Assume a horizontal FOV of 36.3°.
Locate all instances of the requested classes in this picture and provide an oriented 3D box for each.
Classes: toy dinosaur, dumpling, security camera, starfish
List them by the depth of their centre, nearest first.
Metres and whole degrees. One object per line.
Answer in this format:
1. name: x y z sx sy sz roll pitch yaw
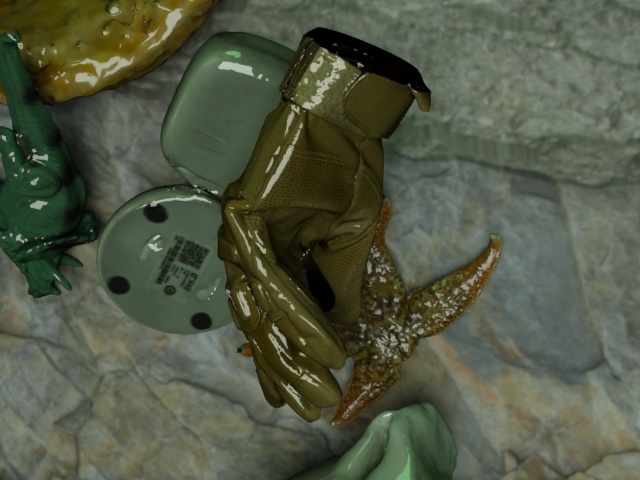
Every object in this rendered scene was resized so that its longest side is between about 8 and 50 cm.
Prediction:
1. dumpling: 0.012 0.303 0.862 0.321 0.270 0.211 -32 90 0
2. toy dinosaur: -0.280 -0.063 0.892 0.120 0.079 0.292 -3 127 7
3. security camera: -0.098 -0.046 0.912 0.157 0.080 0.301 24 112 -14
4. starfish: 0.053 0.058 0.929 0.138 0.050 0.247 42 93 -1

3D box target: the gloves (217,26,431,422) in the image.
1. gloves: -0.015 -0.007 0.812 0.141 0.154 0.331 16 108 -1

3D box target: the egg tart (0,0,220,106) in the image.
1. egg tart: -0.272 -0.330 0.830 0.443 0.178 0.443 1 99 7
